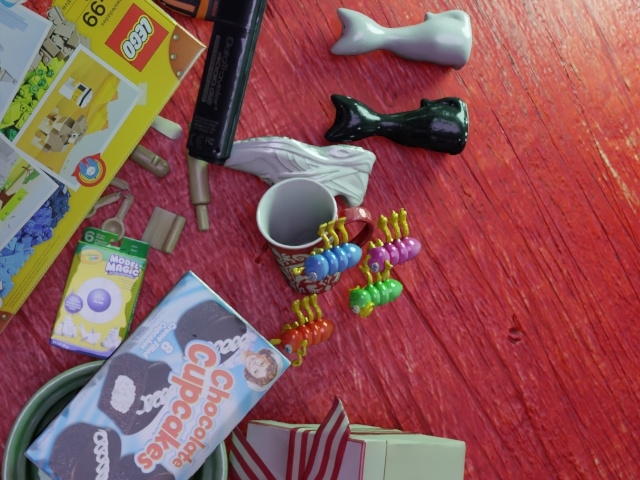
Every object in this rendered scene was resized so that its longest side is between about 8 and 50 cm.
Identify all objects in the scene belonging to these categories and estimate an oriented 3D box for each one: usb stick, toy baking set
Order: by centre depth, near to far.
[{"bbox_3d":[-0.131,-0.247,1.889,0.077,0.045,0.278,20,102,31],"label":"usb stick"},{"bbox_3d":[-0.259,-0.107,1.940,0.196,0.030,0.256,-1,88,-10],"label":"toy baking set"}]

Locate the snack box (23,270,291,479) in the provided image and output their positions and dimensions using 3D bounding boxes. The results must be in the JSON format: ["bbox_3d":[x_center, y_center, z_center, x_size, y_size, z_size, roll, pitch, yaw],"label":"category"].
[{"bbox_3d":[-0.215,0.220,1.768,0.187,0.060,0.322,42,81,-6],"label":"snack box"}]

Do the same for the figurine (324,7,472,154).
[{"bbox_3d":[0.113,-0.241,1.983,0.209,0.092,0.215,3,86,-9],"label":"figurine"}]

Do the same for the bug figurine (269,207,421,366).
[{"bbox_3d":[0.038,0.065,1.872,0.216,0.279,0.072,-22,63,-25],"label":"bug figurine"}]

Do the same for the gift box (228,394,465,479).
[{"bbox_3d":[0.025,0.351,1.833,0.258,0.255,0.276,7,81,-47],"label":"gift box"}]

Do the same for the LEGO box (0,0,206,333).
[{"bbox_3d":[-0.457,-0.173,1.738,0.372,0.193,0.500,37,86,-36],"label":"LEGO box"}]

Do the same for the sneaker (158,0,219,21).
[{"bbox_3d":[-0.121,-0.468,1.945,0.180,0.124,0.321,26,94,-12],"label":"sneaker"}]

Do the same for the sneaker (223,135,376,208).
[{"bbox_3d":[-0.035,-0.091,1.952,0.232,0.090,0.115,6,90,-9],"label":"sneaker"}]

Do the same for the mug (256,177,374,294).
[{"bbox_3d":[-0.006,0.007,1.891,0.150,0.169,0.113,17,65,17],"label":"mug"}]

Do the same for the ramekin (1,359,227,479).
[{"bbox_3d":[-0.288,0.314,1.858,0.303,0.148,0.304,0,88,-10],"label":"ramekin"}]

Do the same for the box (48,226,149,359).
[{"bbox_3d":[-0.316,0.077,1.913,0.105,0.043,0.179,15,85,-6],"label":"box"}]
